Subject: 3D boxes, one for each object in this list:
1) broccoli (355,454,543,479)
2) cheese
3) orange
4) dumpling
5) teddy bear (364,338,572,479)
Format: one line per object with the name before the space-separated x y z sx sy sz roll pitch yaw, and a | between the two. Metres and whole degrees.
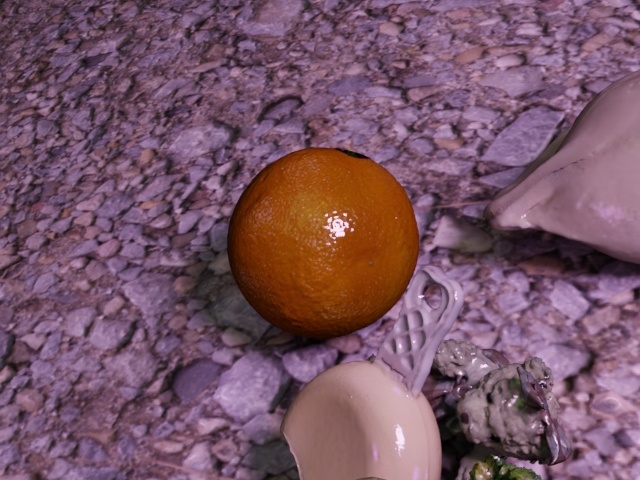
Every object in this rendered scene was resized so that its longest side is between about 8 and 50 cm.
broccoli | 0.101 0.250 0.603 0.269 0.269 0.254 18 65 39
cheese | 0.055 0.152 0.766 0.249 0.070 0.163 -51 50 31
orange | 0.000 0.000 0.970 0.206 0.206 0.206 -15 43 14
dumpling | 0.336 -0.089 0.910 0.341 0.181 0.260 -38 10 33
teddy bear | 0.137 0.146 0.810 0.111 0.133 0.213 -5 -5 -40
